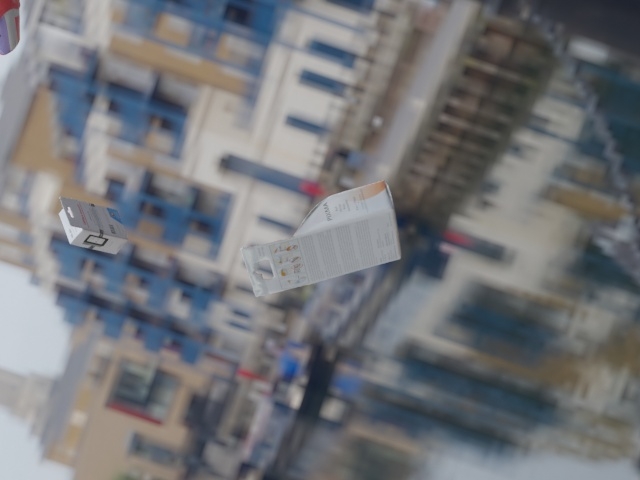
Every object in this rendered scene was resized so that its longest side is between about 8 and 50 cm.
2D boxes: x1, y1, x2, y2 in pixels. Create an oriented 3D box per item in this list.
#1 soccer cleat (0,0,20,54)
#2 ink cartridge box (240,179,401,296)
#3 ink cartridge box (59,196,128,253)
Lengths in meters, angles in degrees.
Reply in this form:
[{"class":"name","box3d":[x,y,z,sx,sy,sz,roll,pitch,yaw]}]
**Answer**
[{"class":"soccer cleat","box3d":[-0.368,-0.248,1.874,0.083,0.248,0.095,-34,-48,-30]},{"class":"ink cartridge box","box3d":[0.000,0.000,2.284,0.145,0.179,0.045,77,180,-65]},{"class":"ink cartridge box","box3d":[-0.264,-0.017,2.253,0.028,0.083,0.048,-47,49,27]}]
